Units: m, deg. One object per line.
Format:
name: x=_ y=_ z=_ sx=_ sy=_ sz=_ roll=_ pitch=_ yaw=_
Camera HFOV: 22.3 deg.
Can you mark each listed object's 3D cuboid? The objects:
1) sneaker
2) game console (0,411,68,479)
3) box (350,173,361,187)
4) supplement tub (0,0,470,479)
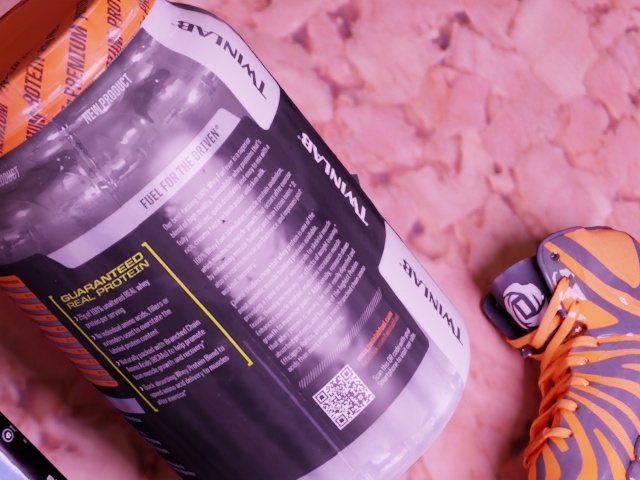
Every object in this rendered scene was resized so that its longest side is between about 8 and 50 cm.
sneaker: x=0.174 y=0.112 z=1.186 sx=0.180 sy=0.124 sz=0.321 roll=44 pitch=48 yaw=0
game console: x=-0.255 y=0.084 z=0.957 sx=0.361 sy=0.044 sz=0.213 roll=51 pitch=57 yaw=-24
box: x=0.000 y=0.000 z=1.172 sx=0.062 sy=0.052 sz=0.083 roll=-6 pitch=75 yaw=-28
supplement tub: x=-0.077 y=0.003 z=0.991 sx=0.338 sy=0.207 sz=0.207 roll=51 pitch=56 yaw=-24
